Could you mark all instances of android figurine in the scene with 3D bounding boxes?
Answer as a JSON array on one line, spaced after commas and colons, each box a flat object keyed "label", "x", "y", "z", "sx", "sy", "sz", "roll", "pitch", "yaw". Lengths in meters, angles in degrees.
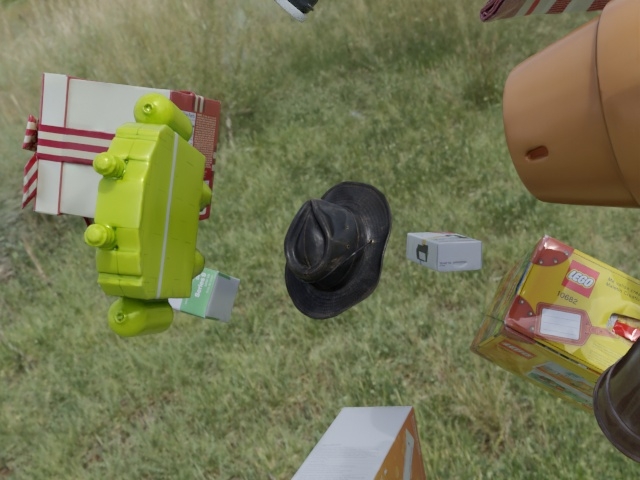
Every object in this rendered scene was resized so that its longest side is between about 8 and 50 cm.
[{"label": "android figurine", "x": -0.171, "y": -0.024, "z": 0.735, "sx": 0.056, "sy": 0.249, "sz": 0.273, "roll": 5, "pitch": -2, "yaw": 7}]

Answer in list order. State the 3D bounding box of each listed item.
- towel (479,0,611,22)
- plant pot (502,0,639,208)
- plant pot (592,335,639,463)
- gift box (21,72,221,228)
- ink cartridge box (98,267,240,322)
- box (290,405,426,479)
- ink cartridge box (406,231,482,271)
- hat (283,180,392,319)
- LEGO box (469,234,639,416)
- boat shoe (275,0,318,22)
[{"label": "towel", "x": 0.473, "y": -0.447, "z": 1.247, "sx": 0.328, "sy": 0.037, "sz": 0.237, "roll": -8, "pitch": -4, "yaw": -10}, {"label": "plant pot", "x": 0.377, "y": -0.166, "z": 0.949, "sx": 0.203, "sy": 0.291, "sz": 0.291, "roll": -9, "pitch": 29, "yaw": 39}, {"label": "plant pot", "x": 0.451, "y": 0.182, "z": 0.909, "sx": 0.166, "sy": 0.165, "sz": 0.167, "roll": -2, "pitch": 51, "yaw": 2}, {"label": "gift box", "x": -0.340, "y": -0.132, "z": 1.209, "sx": 0.257, "sy": 0.277, "sz": 0.255, "roll": 10, "pitch": 3, "yaw": 12}, {"label": "ink cartridge box", "x": -0.275, "y": 0.079, "z": 1.319, "sx": 0.212, "sy": 0.093, "sz": 0.154, "roll": 13, "pitch": -7, "yaw": 11}, {"label": "box", "x": 0.085, "y": 0.504, "z": 1.434, "sx": 0.168, "sy": 0.215, "sz": 0.345, "roll": -7, "pitch": 11, "yaw": 22}, {"label": "ink cartridge box", "x": 0.312, "y": 0.025, "z": 1.806, "sx": 0.127, "sy": 0.073, "sz": 0.175, "roll": -2, "pitch": 9, "yaw": -18}, {"label": "hat", "x": 0.000, "y": 0.000, "z": 1.584, "sx": 0.331, "sy": 0.134, "sz": 0.332, "roll": -23, "pitch": 54, "yaw": 35}, {"label": "LEGO box", "x": 0.580, "y": 0.227, "z": 1.396, "sx": 0.499, "sy": 0.372, "sz": 0.193, "roll": 27, "pitch": 77, "yaw": 8}, {"label": "boat shoe", "x": -0.120, "y": -0.578, "z": 1.478, "sx": 0.091, "sy": 0.302, "sz": 0.114, "roll": -49, "pitch": 43, "yaw": 12}]
